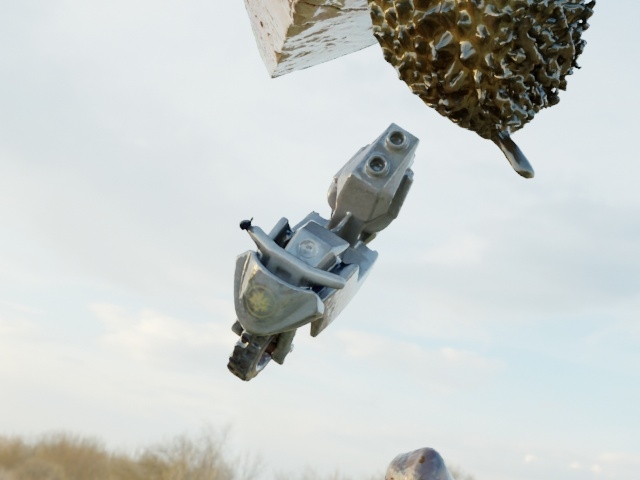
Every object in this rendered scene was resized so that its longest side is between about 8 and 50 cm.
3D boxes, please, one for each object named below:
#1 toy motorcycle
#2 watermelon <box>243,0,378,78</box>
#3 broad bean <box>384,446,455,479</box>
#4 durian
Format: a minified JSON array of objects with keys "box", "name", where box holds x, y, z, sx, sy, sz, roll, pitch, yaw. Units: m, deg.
[{"box":[0.000,0.000,0.571,0.080,0.215,0.122,34,-18,11],"name":"toy motorcycle"},{"box":[0.032,-0.357,0.950,0.292,0.222,0.319,-24,-1,0],"name":"watermelon"},{"box":[0.141,0.340,1.001,0.084,0.114,0.165,-25,-81,51],"name":"broad bean"},{"box":[0.107,-0.128,0.462,0.148,0.188,0.091,0,-12,-41],"name":"durian"}]
